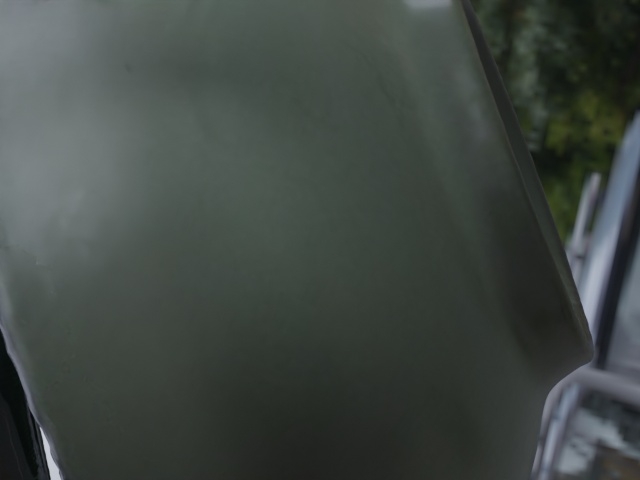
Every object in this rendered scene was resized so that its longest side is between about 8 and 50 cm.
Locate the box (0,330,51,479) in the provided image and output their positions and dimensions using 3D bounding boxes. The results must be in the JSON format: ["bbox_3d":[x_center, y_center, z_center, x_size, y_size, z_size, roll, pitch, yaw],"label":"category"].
[{"bbox_3d":[-0.178,0.037,0.825,0.201,0.090,0.144,-110,12,-44],"label":"box"}]

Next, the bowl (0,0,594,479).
[{"bbox_3d":[0.000,0.000,0.787,0.354,0.185,0.354,-20,-90,-81],"label":"bowl"}]
